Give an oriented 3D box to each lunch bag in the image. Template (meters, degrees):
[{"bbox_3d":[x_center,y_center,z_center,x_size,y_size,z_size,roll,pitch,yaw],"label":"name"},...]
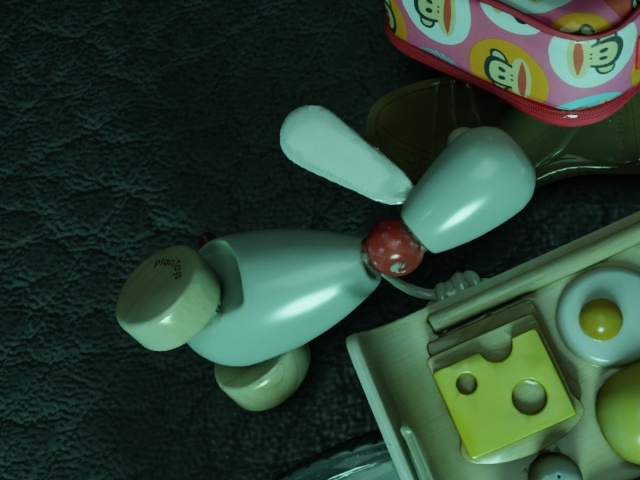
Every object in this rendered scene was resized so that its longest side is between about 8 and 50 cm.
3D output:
[{"bbox_3d":[0.214,-0.228,0.719,0.258,0.120,0.293,33,66,32],"label":"lunch bag"}]

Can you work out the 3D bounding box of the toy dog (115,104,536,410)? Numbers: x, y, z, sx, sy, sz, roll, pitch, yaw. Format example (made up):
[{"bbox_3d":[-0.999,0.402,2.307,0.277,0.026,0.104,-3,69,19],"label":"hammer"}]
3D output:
[{"bbox_3d":[0.000,0.000,0.758,0.333,0.220,0.161,-15,44,1],"label":"toy dog"}]

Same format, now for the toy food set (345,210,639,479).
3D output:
[{"bbox_3d":[0.195,0.105,0.632,0.306,0.092,0.220,-24,78,2],"label":"toy food set"}]

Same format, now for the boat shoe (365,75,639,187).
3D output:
[{"bbox_3d":[0.182,-0.095,0.783,0.285,0.089,0.105,1,105,15],"label":"boat shoe"}]

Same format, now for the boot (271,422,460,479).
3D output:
[{"bbox_3d":[0.006,0.289,0.724,0.338,0.118,0.223,-26,80,5],"label":"boot"}]
